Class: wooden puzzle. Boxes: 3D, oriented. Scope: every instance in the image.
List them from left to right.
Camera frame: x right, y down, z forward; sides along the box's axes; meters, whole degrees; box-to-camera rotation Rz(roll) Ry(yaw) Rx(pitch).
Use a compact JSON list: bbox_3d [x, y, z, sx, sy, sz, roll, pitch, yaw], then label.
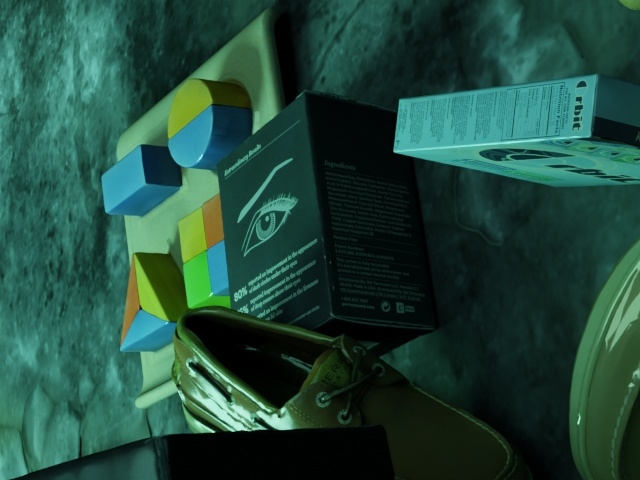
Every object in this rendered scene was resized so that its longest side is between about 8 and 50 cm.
[{"bbox_3d":[-0.136,-0.029,1.363,0.322,0.080,0.348,-31,58,49],"label":"wooden puzzle"}]

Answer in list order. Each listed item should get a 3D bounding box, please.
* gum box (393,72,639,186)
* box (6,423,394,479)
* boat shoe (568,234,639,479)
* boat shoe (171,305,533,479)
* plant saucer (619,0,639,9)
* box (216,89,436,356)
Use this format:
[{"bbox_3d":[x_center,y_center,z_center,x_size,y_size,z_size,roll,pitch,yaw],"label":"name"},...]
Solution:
[{"bbox_3d":[0.166,-0.067,0.862,0.184,0.157,0.041,2,84,56],"label":"gum box"},{"bbox_3d":[-0.144,0.291,0.741,0.395,0.212,0.293,-20,74,30],"label":"box"},{"bbox_3d":[0.244,0.031,0.775,0.098,0.109,0.302,40,110,53],"label":"boat shoe"},{"bbox_3d":[0.010,0.132,0.989,0.307,0.111,0.104,13,133,28],"label":"boat shoe"},{"bbox_3d":[0.228,-0.204,0.927,0.083,0.015,0.083,-18,68,53],"label":"plant saucer"},{"bbox_3d":[0.000,0.000,1.132,0.153,0.108,0.207,-32,57,49],"label":"box"}]
